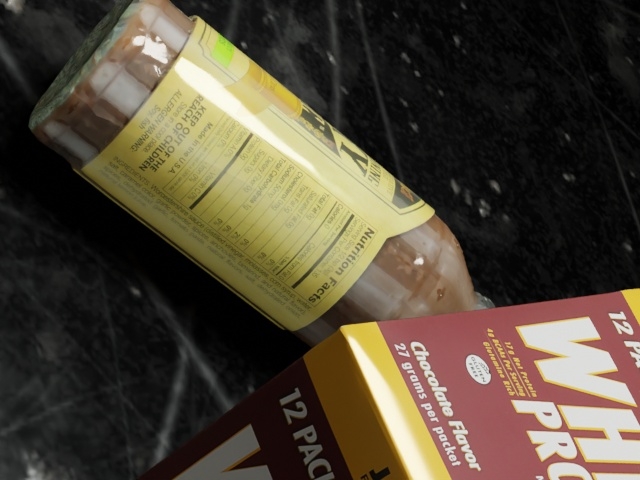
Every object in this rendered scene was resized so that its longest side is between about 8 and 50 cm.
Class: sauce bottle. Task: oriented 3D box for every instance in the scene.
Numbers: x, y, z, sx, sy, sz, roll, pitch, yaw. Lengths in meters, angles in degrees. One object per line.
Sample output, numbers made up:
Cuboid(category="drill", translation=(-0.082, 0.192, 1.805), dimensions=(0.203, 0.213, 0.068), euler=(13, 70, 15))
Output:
Cuboid(category="sauce bottle", translation=(0.000, 0.000, 0.957), dimensions=(0.344, 0.111, 0.111), euler=(39, 39, -18))

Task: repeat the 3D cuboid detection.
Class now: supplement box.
Cuboid(category="supplement box", translation=(0.034, 0.125, 0.644), dimensions=(0.191, 0.194, 0.129), euler=(-4, 63, -48))
